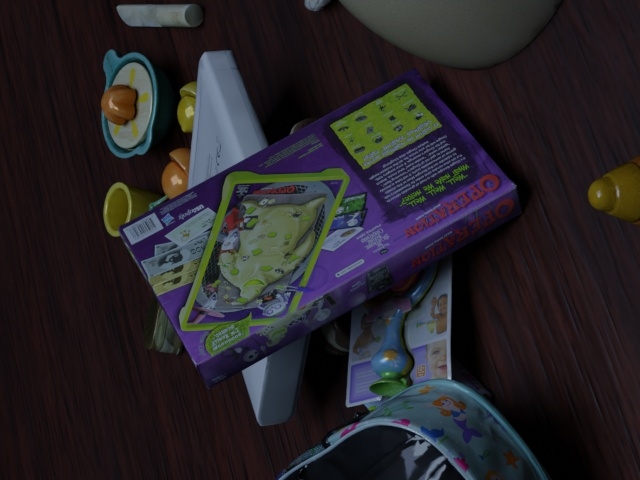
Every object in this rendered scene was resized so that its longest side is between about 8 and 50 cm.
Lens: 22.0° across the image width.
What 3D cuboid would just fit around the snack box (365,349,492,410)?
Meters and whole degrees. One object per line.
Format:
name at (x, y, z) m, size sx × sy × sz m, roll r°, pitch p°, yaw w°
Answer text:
snack box at (0.102, 0.156, 1.643) m, size 0.141 × 0.037 × 0.100 m, roll 45°, pitch 122°, yaw 46°

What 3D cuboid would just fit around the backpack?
backpack at (0.097, 0.246, 1.490) m, size 0.225 × 0.191 × 0.253 m, roll 53°, pitch 138°, yaw 8°

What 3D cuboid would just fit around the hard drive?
hard drive at (-0.081, -0.008, 1.801) m, size 0.233 × 0.047 × 0.353 m, roll 100°, pitch 157°, yaw -44°

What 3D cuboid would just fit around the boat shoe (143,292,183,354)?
boat shoe at (-0.178, 0.063, 2.027) m, size 0.056 × 0.048 × 0.153 m, roll 9°, pitch 86°, yaw 65°

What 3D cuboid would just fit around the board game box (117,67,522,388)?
board game box at (-0.004, -0.019, 1.605) m, size 0.208 × 0.347 × 0.056 m, roll 55°, pitch 171°, yaw 45°

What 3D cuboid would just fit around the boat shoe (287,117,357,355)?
boat shoe at (-0.007, 0.000, 1.763) m, size 0.095 × 0.095 × 0.257 m, roll -31°, pitch 62°, yaw 54°

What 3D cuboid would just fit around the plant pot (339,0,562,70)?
plant pot at (0.091, -0.317, 1.589) m, size 0.284 × 0.191 × 0.284 m, roll -8°, pitch 80°, yaw 52°

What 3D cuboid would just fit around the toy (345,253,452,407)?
toy at (0.067, 0.038, 1.642) m, size 0.137 × 0.056 × 0.237 m, roll -19°, pitch 61°, yaw 40°

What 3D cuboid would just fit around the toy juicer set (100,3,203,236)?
toy juicer set at (-0.213, -0.180, 2.057) m, size 0.209 × 0.089 × 0.329 m, roll -22°, pitch 68°, yaw 50°

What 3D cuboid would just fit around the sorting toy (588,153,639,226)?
sorting toy at (0.305, 0.065, 1.287) m, size 0.127 × 0.126 × 0.365 m, roll 118°, pitch 142°, yaw -55°

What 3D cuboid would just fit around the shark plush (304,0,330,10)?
shark plush at (0.009, -0.333, 1.815) m, size 0.067 × 0.073 × 0.161 m, roll -126°, pitch 41°, yaw -80°
